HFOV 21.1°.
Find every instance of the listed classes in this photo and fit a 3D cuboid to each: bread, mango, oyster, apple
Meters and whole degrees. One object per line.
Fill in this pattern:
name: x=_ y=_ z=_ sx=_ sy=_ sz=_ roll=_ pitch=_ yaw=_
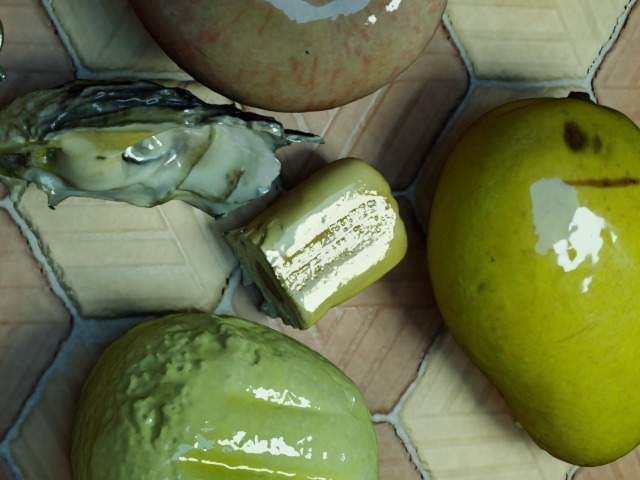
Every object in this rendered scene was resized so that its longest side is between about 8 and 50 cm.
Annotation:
bread: x=-0.093 y=0.229 z=1.706 sx=0.321 sy=0.237 sz=0.320 roll=-7 pitch=104 yaw=-29
mango: x=0.269 y=0.055 z=1.863 sx=0.301 sy=0.220 sz=0.445 roll=-23 pitch=112 yaw=-23
bread: x=0.000 y=0.000 z=1.793 sx=0.173 sy=0.085 sz=0.134 roll=-34 pitch=109 yaw=-15
oyster: x=-0.157 y=-0.094 z=1.659 sx=0.271 sy=0.275 sz=0.100 roll=34 pitch=41 yaw=-40
apple: x=-0.030 y=-0.287 z=1.608 sx=0.345 sy=0.269 sz=0.344 roll=-1 pitch=91 yaw=-28

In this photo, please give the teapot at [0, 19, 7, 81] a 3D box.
teapot: x=-0.335 y=-0.197 z=1.602 sx=0.076 sy=0.068 sz=0.121 roll=-41 pitch=114 yaw=-13
